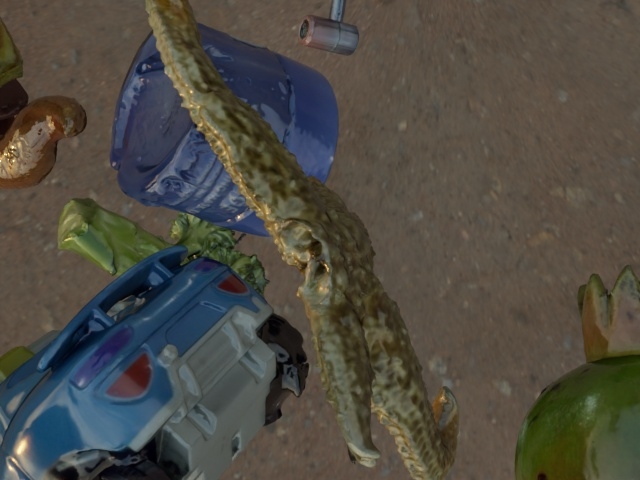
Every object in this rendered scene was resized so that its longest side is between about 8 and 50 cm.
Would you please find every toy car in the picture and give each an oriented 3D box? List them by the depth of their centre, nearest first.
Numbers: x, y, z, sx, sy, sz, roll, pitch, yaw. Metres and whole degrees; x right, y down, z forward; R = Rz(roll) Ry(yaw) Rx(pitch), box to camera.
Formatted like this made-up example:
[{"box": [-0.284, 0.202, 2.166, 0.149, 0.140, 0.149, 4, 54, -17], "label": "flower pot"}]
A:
[{"box": [-0.147, 0.140, 0.643, 0.166, 0.198, 0.314, 41, 127, 4], "label": "toy car"}]

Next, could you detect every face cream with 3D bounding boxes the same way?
[{"box": [-0.135, -0.146, 1.366, 0.225, 0.249, 0.249, 14, 112, -35], "label": "face cream"}]

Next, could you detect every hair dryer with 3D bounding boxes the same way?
[{"box": [0.015, -0.274, 1.177, 0.063, 0.037, 0.114, 9, 93, -28], "label": "hair dryer"}]

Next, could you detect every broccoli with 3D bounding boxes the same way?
[{"box": [-0.252, 0.105, 1.678, 0.275, 0.397, 0.353, -41, 73, 11], "label": "broccoli"}]

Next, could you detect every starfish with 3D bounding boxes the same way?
[{"box": [0.000, 0.000, 0.868, 0.082, 0.324, 0.432, -31, 71, 10], "label": "starfish"}]

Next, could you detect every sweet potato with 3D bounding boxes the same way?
[{"box": [-0.263, -0.079, 0.910, 0.202, 0.055, 0.058, -22, 126, 43], "label": "sweet potato"}]

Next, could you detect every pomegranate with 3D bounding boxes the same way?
[{"box": [0.195, 0.119, 0.625, 0.159, 0.159, 0.205, -3, 70, 7], "label": "pomegranate"}]

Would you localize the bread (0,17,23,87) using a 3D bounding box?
[{"box": [-0.379, -0.165, 0.802, 0.234, 0.110, 0.184, -31, 95, -12], "label": "bread"}]

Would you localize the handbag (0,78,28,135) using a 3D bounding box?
[{"box": [-0.544, -0.209, 1.325, 0.275, 0.260, 0.084, 51, 135, 32], "label": "handbag"}]
